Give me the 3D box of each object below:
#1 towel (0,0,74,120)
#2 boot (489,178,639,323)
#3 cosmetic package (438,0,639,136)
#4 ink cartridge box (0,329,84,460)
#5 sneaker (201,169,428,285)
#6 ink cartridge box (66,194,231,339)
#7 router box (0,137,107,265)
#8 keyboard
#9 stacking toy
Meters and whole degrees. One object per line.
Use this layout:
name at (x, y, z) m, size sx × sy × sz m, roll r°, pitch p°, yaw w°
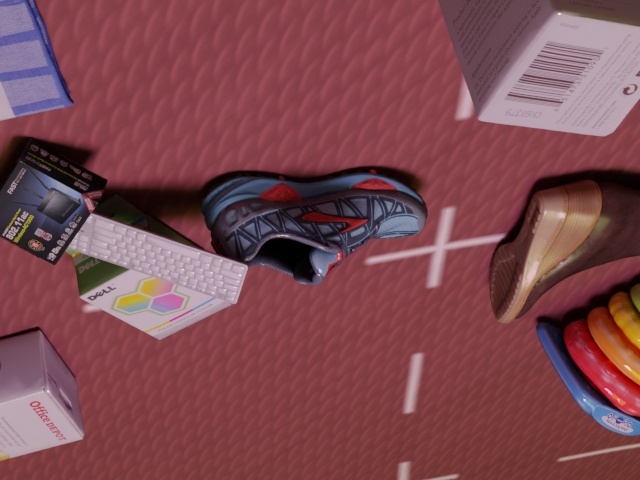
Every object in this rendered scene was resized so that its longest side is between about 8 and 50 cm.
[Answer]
towel at (-0.389, -0.152, 1.490) m, size 0.285 × 0.034 × 0.209 m, roll -13°, pitch 149°, yaw -2°
boot at (0.332, 0.020, 1.980) m, size 0.206 × 0.090 × 0.248 m, roll 0°, pitch 142°, yaw -17°
cosmetic package at (0.218, -0.217, 1.480) m, size 0.151 × 0.184 × 0.151 m, roll 5°, pitch 143°, yaw -26°
ink cartridge box at (-0.416, 0.206, 1.978) m, size 0.212 × 0.093 × 0.154 m, roll -14°, pitch 149°, yaw 5°
sneaker at (0.000, 0.000, 1.788) m, size 0.261 × 0.125 × 0.104 m, roll -3°, pitch 147°, yaw -17°
ink cartridge box at (-0.206, 0.035, 1.822) m, size 0.109 × 0.062 × 0.209 m, roll -27°, pitch 145°, yaw 20°
router box at (-0.289, -0.039, 1.667) m, size 0.092 × 0.038 × 0.122 m, roll 29°, pitch 133°, yaw -13°
keyboard at (-0.205, 0.007, 1.725) m, size 0.256 × 0.014 × 0.072 m, roll 18°, pitch 146°, yaw -2°
stacking toy at (0.455, 0.103, 2.134) m, size 0.175 × 0.166 × 0.302 m, roll 26°, pitch 116°, yaw -41°
